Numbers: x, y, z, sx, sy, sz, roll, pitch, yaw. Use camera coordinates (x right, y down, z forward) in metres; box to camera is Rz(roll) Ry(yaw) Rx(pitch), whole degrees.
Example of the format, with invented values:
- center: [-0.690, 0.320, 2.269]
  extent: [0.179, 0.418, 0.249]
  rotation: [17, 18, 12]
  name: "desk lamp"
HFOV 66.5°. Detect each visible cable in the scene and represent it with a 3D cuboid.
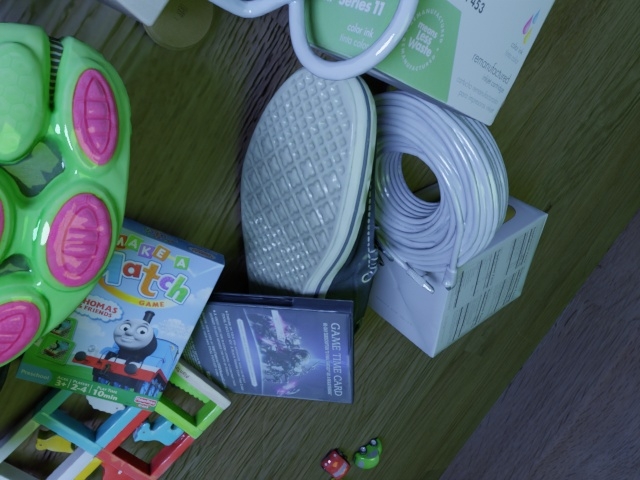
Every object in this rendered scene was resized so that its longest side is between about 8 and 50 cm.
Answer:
- center: [0.133, -0.081, 0.669]
  extent: [0.089, 0.257, 0.257]
  rotation: [-32, 153, -31]
  name: "cable"

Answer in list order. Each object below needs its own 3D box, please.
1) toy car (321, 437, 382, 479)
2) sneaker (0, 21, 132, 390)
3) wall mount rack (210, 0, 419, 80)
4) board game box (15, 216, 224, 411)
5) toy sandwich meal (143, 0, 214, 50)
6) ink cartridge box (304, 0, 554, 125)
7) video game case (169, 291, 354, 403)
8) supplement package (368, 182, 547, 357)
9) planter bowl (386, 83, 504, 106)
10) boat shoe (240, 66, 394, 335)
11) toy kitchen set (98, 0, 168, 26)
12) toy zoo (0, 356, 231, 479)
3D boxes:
- center: [0.094, 0.621, 1.334]
  extent: [0.225, 0.053, 0.239]
  rotation: [-20, 132, -33]
  name: "toy car"
- center: [-0.308, 0.048, 0.371]
  extent: [0.185, 0.202, 0.483]
  rotation: [23, 111, -41]
  name: "sneaker"
- center: [0.028, -0.297, 0.293]
  extent: [0.130, 0.304, 0.350]
  rotation: [6, 81, -52]
  name: "wall mount rack"
- center: [-0.227, 0.084, 0.561]
  extent: [0.160, 0.039, 0.212]
  rotation: [23, 102, -20]
  name: "board game box"
- center: [-0.140, -0.227, 0.469]
  extent: [0.085, 0.029, 0.086]
  rotation: [-29, 141, -27]
  name: "toy sandwich meal"
- center: [0.141, -0.303, 0.417]
  extent: [0.207, 0.119, 0.354]
  rotation: [4, 115, -45]
  name: "ink cartridge box"
- center: [-0.092, 0.147, 0.660]
  extent: [0.274, 0.026, 0.196]
  rotation: [2, 130, 7]
  name: "video game case"
- center: [0.233, 0.031, 0.900]
  extent: [0.262, 0.199, 0.198]
  rotation: [-24, 133, -30]
  name: "supplement package"
- center: [0.180, -0.249, 0.684]
  extent: [0.162, 0.162, 0.109]
  rotation: [17, 80, -50]
  name: "planter bowl"
- center: [0.000, 0.000, 0.670]
  extent: [0.156, 0.186, 0.500]
  rotation: [-28, 141, -34]
  name: "boat shoe"
- center: [-0.171, -0.285, 0.317]
  extent: [0.166, 0.122, 0.207]
  rotation: [-55, 142, 3]
  name: "toy kitchen set"
- center: [-0.288, 0.266, 0.641]
  extent: [0.293, 0.030, 0.192]
  rotation: [-45, 118, -7]
  name: "toy zoo"
